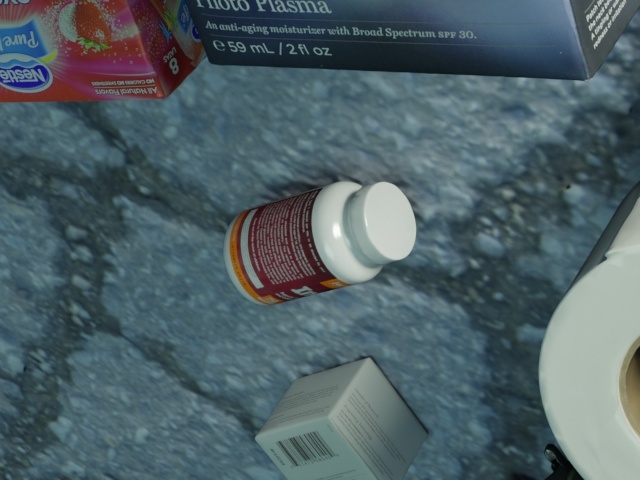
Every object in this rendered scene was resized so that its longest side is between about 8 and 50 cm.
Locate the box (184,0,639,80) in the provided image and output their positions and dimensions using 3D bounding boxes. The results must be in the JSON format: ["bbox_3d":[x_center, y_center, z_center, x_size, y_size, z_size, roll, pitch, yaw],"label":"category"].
[{"bbox_3d":[0.035,-0.268,1.059,0.296,0.182,0.294,5,133,34],"label":"box"}]

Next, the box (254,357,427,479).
[{"bbox_3d":[0.019,0.177,1.543,0.101,0.087,0.102,-21,114,42],"label":"box"}]

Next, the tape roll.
[{"bbox_3d":[0.294,0.071,1.198,0.246,0.169,0.246,12,120,21],"label":"tape roll"}]

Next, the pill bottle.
[{"bbox_3d":[0.000,0.000,1.406,0.152,0.086,0.086,-16,117,40],"label":"pill bottle"}]

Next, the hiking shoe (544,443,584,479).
[{"bbox_3d":[0.195,0.270,1.530,0.114,0.086,0.227,38,128,11],"label":"hiking shoe"}]

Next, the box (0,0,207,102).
[{"bbox_3d":[-0.215,-0.191,1.351,0.257,0.122,0.128,2,128,30],"label":"box"}]
